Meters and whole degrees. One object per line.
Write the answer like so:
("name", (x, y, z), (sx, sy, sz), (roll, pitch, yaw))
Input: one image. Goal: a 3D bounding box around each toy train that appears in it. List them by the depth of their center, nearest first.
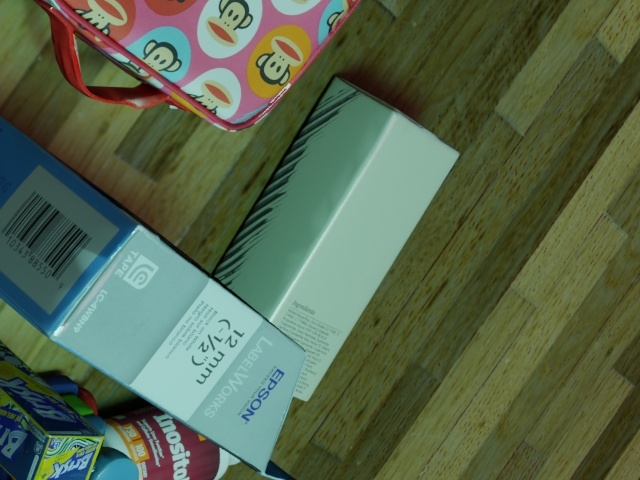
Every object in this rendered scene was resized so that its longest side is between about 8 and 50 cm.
("toy train", (-0.233, 0.256, 1.718), (0.105, 0.143, 0.248), (-6, 118, -40))

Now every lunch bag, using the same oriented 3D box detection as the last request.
("lunch bag", (-0.107, -0.216, 1.557), (0.258, 0.120, 0.293), (-53, 138, -2))

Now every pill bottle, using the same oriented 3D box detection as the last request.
("pill bottle", (-0.138, 0.189, 1.807), (0.152, 0.086, 0.086), (-15, 124, -37))

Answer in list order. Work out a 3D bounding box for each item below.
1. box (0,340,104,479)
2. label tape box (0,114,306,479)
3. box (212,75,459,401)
("box", (-0.249, 0.140, 1.611), (0.059, 0.169, 0.054), (6, 111, -45))
("label tape box", (-0.144, 0.050, 1.591), (0.115, 0.249, 0.347), (-54, 138, -2))
("box", (0.000, 0.000, 1.810), (0.113, 0.094, 0.275), (30, 93, -48))
